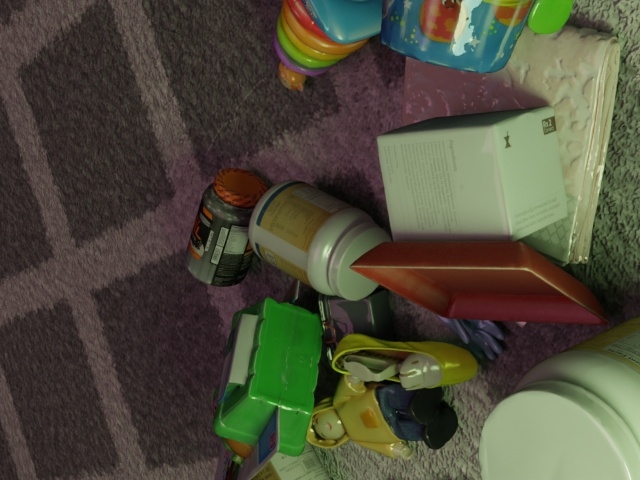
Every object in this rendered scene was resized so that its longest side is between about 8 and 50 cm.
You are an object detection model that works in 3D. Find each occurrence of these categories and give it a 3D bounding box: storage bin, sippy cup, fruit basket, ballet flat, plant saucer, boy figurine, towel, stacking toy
[{"bbox_3d":[0.060,0.135,1.839,0.091,0.098,0.135,-4,99,37],"label":"storage bin"},{"bbox_3d":[0.178,-0.334,1.440,0.240,0.305,0.224,13,109,-2],"label":"sippy cup"},{"bbox_3d":[-0.122,0.261,1.924,0.353,0.165,0.327,-46,29,49],"label":"fruit basket"},{"bbox_3d":[0.119,0.189,1.722,0.231,0.077,0.077,6,117,30],"label":"ballet flat"},{"bbox_3d":[0.212,0.052,1.502,0.259,0.258,0.047,1,72,37],"label":"plant saucer"},{"bbox_3d":[0.079,0.276,1.848,0.285,0.092,0.177,-11,113,44],"label":"boy figurine"},{"bbox_3d":[0.240,-0.154,1.584,0.332,0.053,0.317,22,117,40],"label":"towel"},{"bbox_3d":[-0.009,-0.316,1.747,0.175,0.166,0.302,59,151,10],"label":"stacking toy"}]

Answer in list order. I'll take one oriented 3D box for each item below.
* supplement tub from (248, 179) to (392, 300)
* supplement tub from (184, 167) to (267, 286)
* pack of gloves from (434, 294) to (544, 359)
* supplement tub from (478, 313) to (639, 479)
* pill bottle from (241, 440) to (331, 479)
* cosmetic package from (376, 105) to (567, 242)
[{"bbox_3d":[0.000,0.000,1.814,0.200,0.144,0.144,28,121,38],"label":"supplement tub"},{"bbox_3d":[-0.160,-0.024,1.997,0.117,0.117,0.190,42,129,30],"label":"supplement tub"},{"bbox_3d":[0.192,0.065,1.668,0.232,0.046,0.195,44,143,18],"label":"pack of gloves"},{"bbox_3d":[0.367,0.225,1.359,0.241,0.331,0.241,17,114,43],"label":"supplement tub"},{"bbox_3d":[-0.029,0.462,1.999,0.229,0.131,0.131,58,135,16],"label":"pill bottle"},{"bbox_3d":[0.197,-0.084,1.494,0.184,0.151,0.151,-1,104,41],"label":"cosmetic package"}]
